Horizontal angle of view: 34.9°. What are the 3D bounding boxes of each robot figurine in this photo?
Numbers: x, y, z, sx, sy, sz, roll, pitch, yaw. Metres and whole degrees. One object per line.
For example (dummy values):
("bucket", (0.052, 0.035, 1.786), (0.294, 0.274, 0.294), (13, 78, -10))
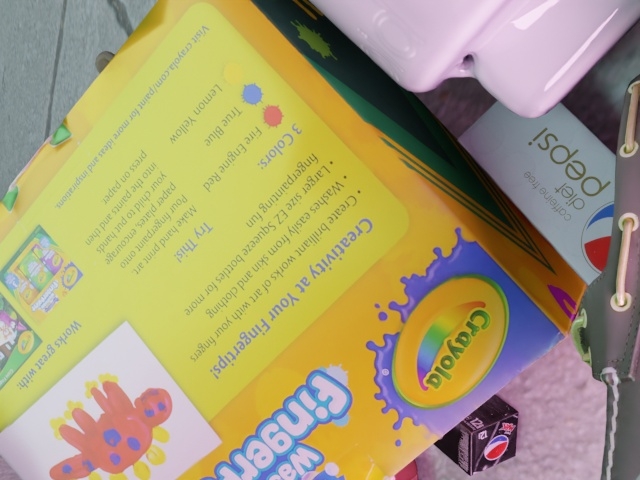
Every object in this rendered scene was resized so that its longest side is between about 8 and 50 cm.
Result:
("robot figurine", (0.050, -0.237, 0.649), (0.353, 0.300, 0.200), (44, 108, 3))

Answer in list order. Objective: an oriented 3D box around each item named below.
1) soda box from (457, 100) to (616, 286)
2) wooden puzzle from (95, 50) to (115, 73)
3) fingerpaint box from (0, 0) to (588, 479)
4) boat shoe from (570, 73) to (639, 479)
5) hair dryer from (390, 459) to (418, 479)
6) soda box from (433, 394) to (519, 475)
("soda box", (0.193, -0.015, 0.704), (0.216, 0.074, 0.069), (54, -167, 32))
("wooden puzzle", (-0.131, -0.138, 1.178), (0.221, 0.044, 0.238), (37, 175, -39))
("fingerpaint box", (-0.075, 0.054, 0.838), (0.371, 0.163, 0.445), (47, 114, 5))
("boat shoe", (0.199, 0.038, 0.579), (0.091, 0.109, 0.305), (3, 73, 40))
("hair dryer", (0.036, 0.257, 1.187), (0.223, 0.080, 0.294), (28, 130, 55))
("soda box", (0.117, 0.155, 0.993), (0.169, 0.060, 0.053), (37, 136, 50))
